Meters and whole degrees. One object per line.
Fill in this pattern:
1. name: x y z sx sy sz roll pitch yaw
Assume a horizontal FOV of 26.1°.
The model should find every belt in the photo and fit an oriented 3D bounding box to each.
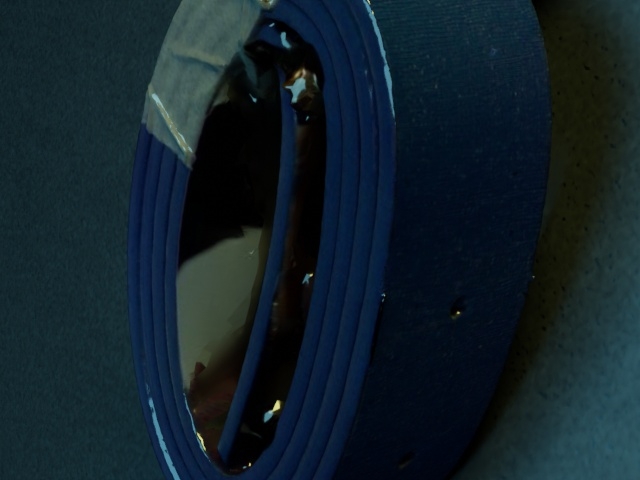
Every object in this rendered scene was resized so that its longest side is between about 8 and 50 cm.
1. belt: 0.000 0.000 0.731 0.212 0.117 0.347 36 125 42
